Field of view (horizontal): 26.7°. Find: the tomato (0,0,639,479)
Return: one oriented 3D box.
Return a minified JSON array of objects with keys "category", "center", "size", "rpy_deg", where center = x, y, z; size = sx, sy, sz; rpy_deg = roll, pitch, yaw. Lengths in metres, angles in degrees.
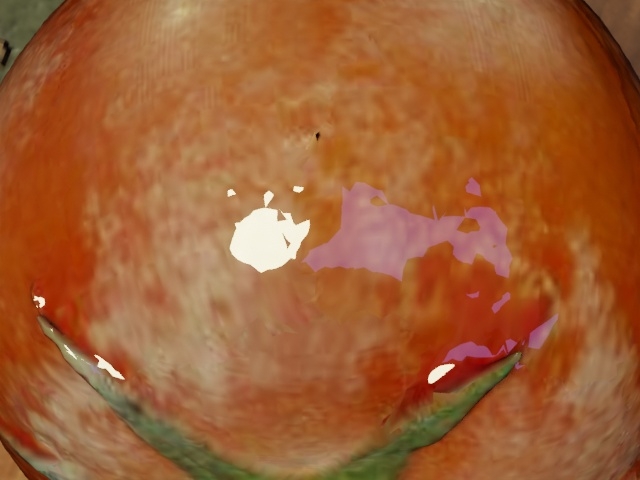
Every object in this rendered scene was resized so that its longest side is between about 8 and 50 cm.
[{"category":"tomato","center":[0.000,0.000,0.494],"size":[0.264,0.265,0.265],"rpy_deg":[-3,98,-23]}]
